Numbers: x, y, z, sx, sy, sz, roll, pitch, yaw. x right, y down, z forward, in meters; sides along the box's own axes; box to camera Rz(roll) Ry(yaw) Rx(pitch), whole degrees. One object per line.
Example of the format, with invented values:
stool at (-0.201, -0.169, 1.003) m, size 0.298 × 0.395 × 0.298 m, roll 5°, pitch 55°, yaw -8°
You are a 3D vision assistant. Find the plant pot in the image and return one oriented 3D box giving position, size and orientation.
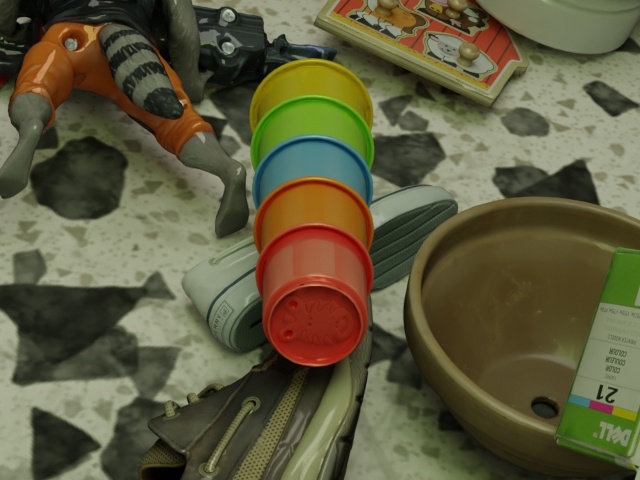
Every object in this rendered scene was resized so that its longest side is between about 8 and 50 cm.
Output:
plant pot at (0.169, 0.085, 1.171) m, size 0.237 × 0.109 × 0.237 m, roll 6°, pitch 43°, yaw -5°

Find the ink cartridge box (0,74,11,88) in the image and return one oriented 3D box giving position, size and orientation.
ink cartridge box at (-0.416, -0.119, 1.308) m, size 0.261 × 0.066 × 0.296 m, roll 17°, pitch 42°, yaw 7°

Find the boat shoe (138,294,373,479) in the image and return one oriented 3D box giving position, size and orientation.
boat shoe at (-0.051, 0.140, 1.050) m, size 0.130 × 0.132 × 0.355 m, roll 14°, pitch 41°, yaw 3°

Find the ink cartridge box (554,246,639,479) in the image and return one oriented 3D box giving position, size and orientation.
ink cartridge box at (0.237, 0.154, 1.017) m, size 0.189 × 0.255 × 0.097 m, roll 21°, pitch -4°, yaw -22°

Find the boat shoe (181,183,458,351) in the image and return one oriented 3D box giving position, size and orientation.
boat shoe at (0.000, 0.000, 1.248) m, size 0.226 × 0.083 × 0.076 m, roll -24°, pitch 53°, yaw -32°

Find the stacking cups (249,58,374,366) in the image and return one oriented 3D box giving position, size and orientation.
stacking cups at (0.002, -0.022, 1.129) m, size 0.096 × 0.096 × 0.316 m, roll 5°, pitch 28°, yaw -7°

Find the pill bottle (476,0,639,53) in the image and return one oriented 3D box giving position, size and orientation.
pill bottle at (0.274, -0.378, 1.463) m, size 0.229 × 0.407 × 0.229 m, roll 14°, pitch 37°, yaw -11°

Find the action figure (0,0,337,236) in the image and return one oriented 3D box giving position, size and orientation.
action figure at (-0.125, -0.165, 1.337) m, size 0.341 × 0.178 × 0.330 m, roll 1°, pitch 52°, yaw -19°

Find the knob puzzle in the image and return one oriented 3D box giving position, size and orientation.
knob puzzle at (0.103, -0.204, 1.509) m, size 0.213 × 0.030 × 0.213 m, roll 15°, pitch 33°, yaw -10°
